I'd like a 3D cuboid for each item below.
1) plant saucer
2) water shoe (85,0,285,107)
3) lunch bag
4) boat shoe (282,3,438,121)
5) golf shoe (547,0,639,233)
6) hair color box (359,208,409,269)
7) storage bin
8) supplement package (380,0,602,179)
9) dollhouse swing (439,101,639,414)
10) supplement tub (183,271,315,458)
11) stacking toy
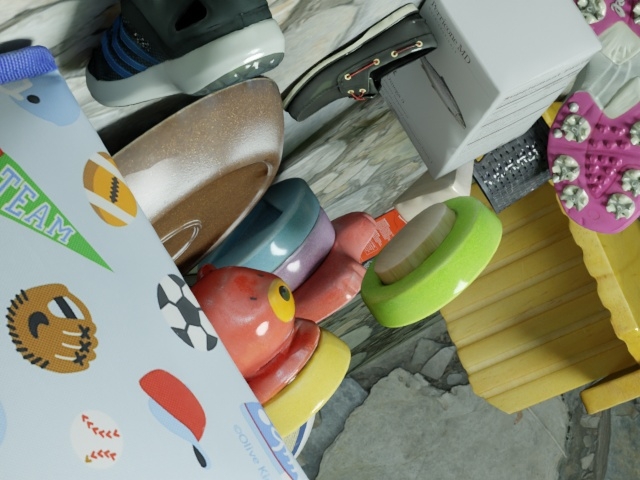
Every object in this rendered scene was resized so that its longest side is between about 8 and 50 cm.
[{"bbox_3d":[-0.137,-0.002,1.218,0.310,0.050,0.310,-39,171,-8],"label":"plant saucer"},{"bbox_3d":[-0.080,-0.122,0.881,0.073,0.080,0.203,-24,-168,-27],"label":"water shoe"},{"bbox_3d":[-0.245,0.116,0.786,0.385,0.328,0.239,-23,165,-50],"label":"lunch bag"},{"bbox_3d":[0.030,-0.131,1.253,0.133,0.042,0.049,-33,172,11],"label":"boat shoe"},{"bbox_3d":[0.281,-0.151,1.426,0.140,0.115,0.306,-43,145,-48],"label":"golf shoe"},{"bbox_3d":[0.075,0.000,2.012,0.141,0.043,0.072,-28,168,-27],"label":"hair color box"},{"bbox_3d":[0.169,-0.106,1.563,0.084,0.122,0.180,-33,170,4],"label":"storage bin"},{"bbox_3d":[0.132,-0.144,1.316,0.105,0.105,0.179,-26,168,-21],"label":"supplement package"},{"bbox_3d":[0.238,0.052,1.944,0.305,0.347,0.315,-25,174,22],"label":"dollhouse swing"},{"bbox_3d":[-0.167,0.159,1.499,0.228,0.228,0.316,-38,169,27],"label":"supplement tub"},{"bbox_3d":[0.000,0.000,1.375,0.279,0.130,0.309,-37,-161,14],"label":"stacking toy"}]
